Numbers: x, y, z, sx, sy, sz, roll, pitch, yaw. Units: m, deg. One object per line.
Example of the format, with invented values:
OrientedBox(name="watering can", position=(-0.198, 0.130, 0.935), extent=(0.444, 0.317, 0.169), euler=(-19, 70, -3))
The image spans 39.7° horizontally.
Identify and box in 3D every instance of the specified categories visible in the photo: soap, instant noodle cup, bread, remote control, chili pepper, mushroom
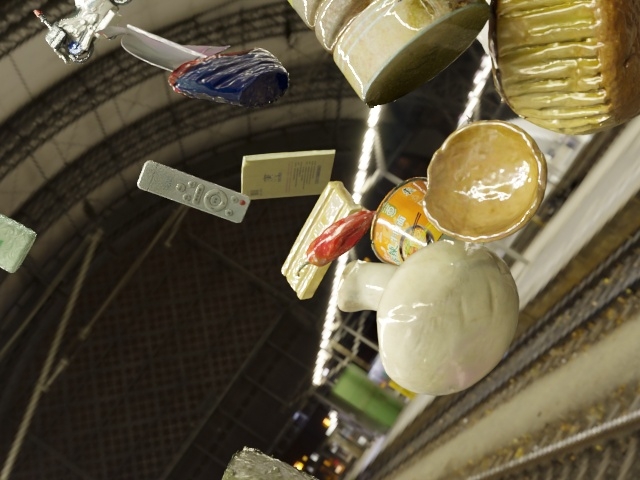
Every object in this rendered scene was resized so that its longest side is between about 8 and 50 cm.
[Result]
OrientedBox(name="soap", position=(-0.001, 0.000, 1.833), extent=(0.037, 0.092, 0.252), euler=(-2, -48, -41))
OrientedBox(name="instant noodle cup", position=(0.261, -0.011, 2.075), extent=(0.230, 0.182, 0.230), euler=(-20, -54, -31))
OrientedBox(name="bread", position=(0.290, -0.228, 0.957), extent=(0.253, 0.143, 0.227), euler=(-13, -80, -52))
OrientedBox(name="remote control", position=(-0.208, -0.081, 1.466), extent=(0.027, 0.184, 0.049), euler=(-121, 53, -69))
OrientedBox(name="chili pepper", position=(0.025, 0.001, 1.612), extent=(0.191, 0.059, 0.050), euler=(-37, 20, 15))
OrientedBox(name="mushroom", position=(0.211, 0.145, 1.713), extent=(0.315, 0.356, 0.315), euler=(-172, 90, -86))

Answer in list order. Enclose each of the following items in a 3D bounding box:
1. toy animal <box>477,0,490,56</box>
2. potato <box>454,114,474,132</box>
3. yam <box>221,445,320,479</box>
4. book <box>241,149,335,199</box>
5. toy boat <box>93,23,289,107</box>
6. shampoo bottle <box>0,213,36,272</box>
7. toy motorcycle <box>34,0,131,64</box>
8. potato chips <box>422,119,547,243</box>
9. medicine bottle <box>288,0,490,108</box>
OrientedBox(name="toy animal", position=(0.294, -0.359, 1.198), extent=(0.272, 0.206, 0.265), euler=(-45, 13, 53))
OrientedBox(name="potato", position=(0.294, -0.137, 1.662), extent=(0.100, 0.120, 0.261), euler=(-42, 13, 14))
OrientedBox(name="yam", position=(0.002, 0.395, 1.138), extent=(0.168, 0.304, 0.168), euler=(-63, -7, -14))
OrientedBox(name="book", position=(-0.071, -0.135, 1.873), extent=(0.168, 0.192, 0.013), euler=(102, 162, -62))
OrientedBox(name="toy boat", position=(-0.203, -0.269, 1.310), extent=(0.219, 0.318, 0.072), euler=(-67, -7, -63))
OrientedBox(name="shampoo bottle", position=(-0.468, -0.031, 1.152), extent=(0.069, 0.191, 0.041), euler=(-53, 12, 27))
OrientedBox(name="toy motorcycle", position=(-0.476, -0.469, 1.797), extent=(0.221, 0.150, 0.102), euler=(-50, -11, 13))
OrientedBox(name="potato chips", position=(0.252, -0.083, 1.338), extent=(0.062, 0.195, 0.208), euler=(3, -41, -47))
OrientedBox(name="medicine bottle", position=(0.013, -0.305, 0.883), extent=(0.151, 0.322, 0.151), euler=(-34, -10, -7))
